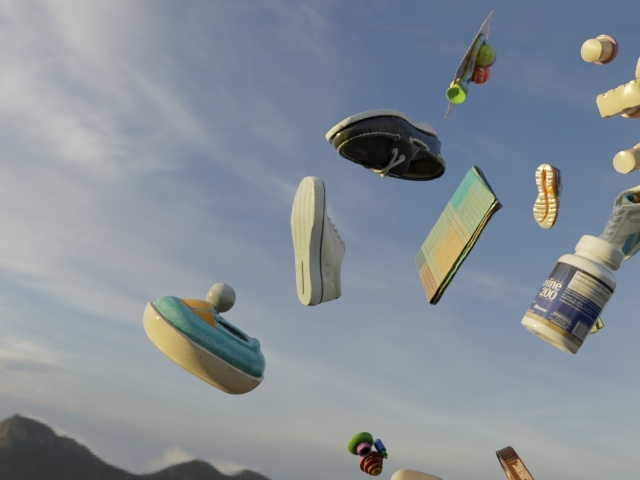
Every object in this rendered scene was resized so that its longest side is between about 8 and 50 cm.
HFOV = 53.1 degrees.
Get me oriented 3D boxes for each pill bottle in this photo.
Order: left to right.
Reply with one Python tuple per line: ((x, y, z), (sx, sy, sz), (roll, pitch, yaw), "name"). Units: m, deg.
((0.277, 0.057, 0.698), (0.067, 0.120, 0.067), (32, -3, 2), "pill bottle")

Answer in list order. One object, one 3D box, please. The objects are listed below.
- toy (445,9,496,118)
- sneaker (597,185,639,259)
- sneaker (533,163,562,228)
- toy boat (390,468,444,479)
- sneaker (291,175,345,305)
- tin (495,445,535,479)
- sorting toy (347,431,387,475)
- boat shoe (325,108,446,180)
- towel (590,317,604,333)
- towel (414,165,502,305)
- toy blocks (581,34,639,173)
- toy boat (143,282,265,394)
((0.349, -0.383, 1.416), (0.056, 0.237, 0.137), (26, -32, 18), "toy")
((0.576, -0.038, 1.195), (0.092, 0.087, 0.229), (34, -53, -7), "sneaker")
((0.762, -0.145, 2.116), (0.083, 0.215, 0.084), (-6, 11, -40), "sneaker")
((0.218, 0.644, 1.483), (0.151, 0.151, 0.231), (11, 8, 12), "toy boat")
((0.000, 0.000, 1.278), (0.091, 0.258, 0.094), (-6, 13, -30), "sneaker")
((0.390, 0.471, 1.211), (0.040, 0.190, 0.106), (-23, -63, -1), "tin")
((0.094, 0.398, 1.182), (0.102, 0.061, 0.042), (62, -6, -33), "sorting toy")
((0.129, -0.154, 1.103), (0.302, 0.091, 0.114), (-6, -19, -48), "boat shoe")
((0.600, 0.184, 1.556), (0.148, 0.110, 0.027), (-25, -19, 36), "towel")
((0.399, -0.019, 1.904), (0.040, 0.271, 0.370), (21, -64, -13), "towel")
((0.683, -0.311, 1.173), (0.260, 0.309, 0.288), (-15, -4, -37), "toy blocks")
((-0.225, 0.176, 1.311), (0.267, 0.148, 0.318), (34, 0, -12), "toy boat")
